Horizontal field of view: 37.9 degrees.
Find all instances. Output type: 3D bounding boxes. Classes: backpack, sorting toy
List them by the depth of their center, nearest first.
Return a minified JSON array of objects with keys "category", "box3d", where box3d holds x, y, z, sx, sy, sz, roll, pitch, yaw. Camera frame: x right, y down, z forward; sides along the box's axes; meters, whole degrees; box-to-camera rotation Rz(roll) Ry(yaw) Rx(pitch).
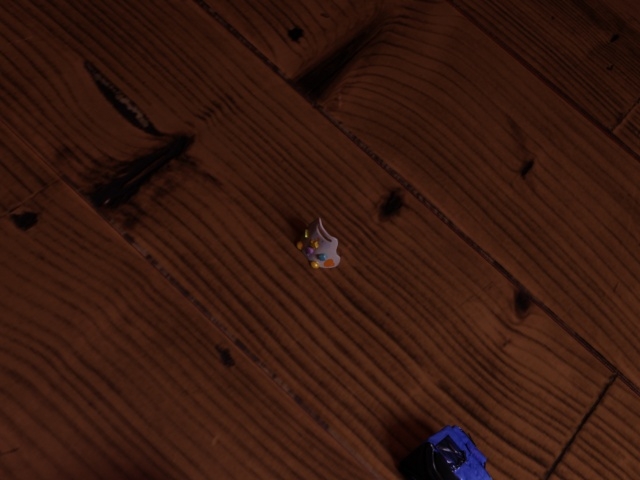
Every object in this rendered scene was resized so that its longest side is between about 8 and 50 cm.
[{"category":"backpack","box3d":[0.199,0.343,1.381,0.101,0.098,0.120,-24,69,-36]},{"category":"sorting toy","box3d":[0.000,0.000,1.538,0.045,0.075,0.083,-27,71,-34]}]
